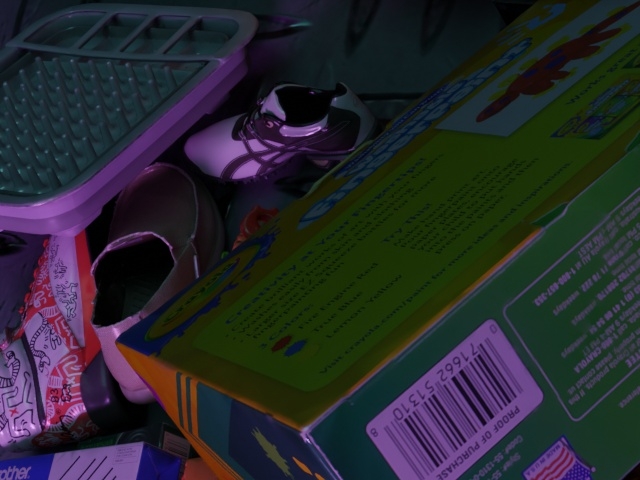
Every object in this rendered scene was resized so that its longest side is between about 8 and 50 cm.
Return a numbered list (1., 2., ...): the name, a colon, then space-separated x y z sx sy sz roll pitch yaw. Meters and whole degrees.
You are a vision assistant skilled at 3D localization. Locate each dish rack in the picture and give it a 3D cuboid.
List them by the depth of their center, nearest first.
1. dish rack: -0.234 -0.110 1.450 0.285 0.072 0.333 9 40 35

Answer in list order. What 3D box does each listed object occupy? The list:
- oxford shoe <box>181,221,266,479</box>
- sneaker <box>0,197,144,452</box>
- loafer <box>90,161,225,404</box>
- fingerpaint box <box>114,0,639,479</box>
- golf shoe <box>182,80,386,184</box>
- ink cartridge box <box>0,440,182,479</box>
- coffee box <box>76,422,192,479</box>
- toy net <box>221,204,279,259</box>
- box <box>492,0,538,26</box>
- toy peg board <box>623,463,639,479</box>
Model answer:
1. oxford shoe: -0.036 0.142 1.271 0.133 0.130 0.363 6 60 -1
2. sneaker: -0.250 0.062 1.425 0.145 0.090 0.270 -20 59 15
3. loafer: -0.146 0.017 1.367 0.102 0.092 0.268 -18 42 12
4. fingerpaint box: 0.125 0.013 1.041 0.445 0.163 0.371 -39 17 -16
5. golf shoe: -0.043 -0.106 1.396 0.198 0.094 0.077 -6 48 23
6. ink cartridge box: -0.206 0.225 1.279 0.207 0.046 0.097 -14 57 42
7. coffee box: -0.166 0.249 1.292 0.113 0.040 0.184 -16 56 38
8. toy net: 0.000 0.000 1.296 0.045 0.122 0.232 -53 1 43
9. box: 0.316 -0.310 1.334 0.257 0.079 0.322 9 69 30
10. toy peg board: 0.247 0.172 1.105 0.161 0.079 0.160 -37 53 5
